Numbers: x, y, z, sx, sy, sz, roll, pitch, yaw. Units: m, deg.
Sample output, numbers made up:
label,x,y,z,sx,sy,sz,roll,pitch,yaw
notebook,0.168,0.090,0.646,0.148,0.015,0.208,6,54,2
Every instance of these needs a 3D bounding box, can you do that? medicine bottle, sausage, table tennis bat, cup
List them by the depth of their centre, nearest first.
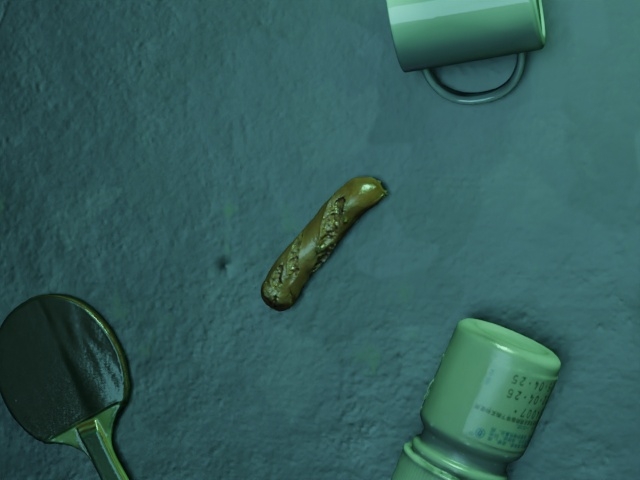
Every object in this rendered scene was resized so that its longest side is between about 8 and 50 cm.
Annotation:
label,x,y,z,sx,sy,sz,roll,pitch,yaw
cup,0.132,-0.198,1.561,0.133,0.136,0.099,-9,58,11
medicine bottle,0.140,0.163,1.568,0.105,0.105,0.168,24,98,9
sausage,0.000,0.000,1.621,0.158,0.042,0.036,-48,46,9
table tennis bat,-0.238,0.157,1.687,0.130,0.019,0.220,-27,87,13
